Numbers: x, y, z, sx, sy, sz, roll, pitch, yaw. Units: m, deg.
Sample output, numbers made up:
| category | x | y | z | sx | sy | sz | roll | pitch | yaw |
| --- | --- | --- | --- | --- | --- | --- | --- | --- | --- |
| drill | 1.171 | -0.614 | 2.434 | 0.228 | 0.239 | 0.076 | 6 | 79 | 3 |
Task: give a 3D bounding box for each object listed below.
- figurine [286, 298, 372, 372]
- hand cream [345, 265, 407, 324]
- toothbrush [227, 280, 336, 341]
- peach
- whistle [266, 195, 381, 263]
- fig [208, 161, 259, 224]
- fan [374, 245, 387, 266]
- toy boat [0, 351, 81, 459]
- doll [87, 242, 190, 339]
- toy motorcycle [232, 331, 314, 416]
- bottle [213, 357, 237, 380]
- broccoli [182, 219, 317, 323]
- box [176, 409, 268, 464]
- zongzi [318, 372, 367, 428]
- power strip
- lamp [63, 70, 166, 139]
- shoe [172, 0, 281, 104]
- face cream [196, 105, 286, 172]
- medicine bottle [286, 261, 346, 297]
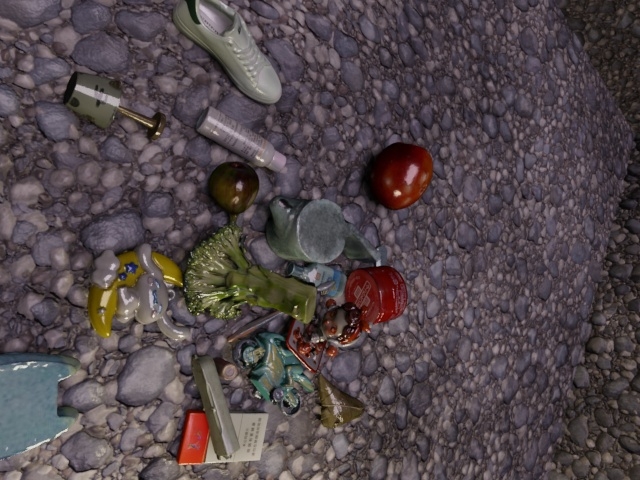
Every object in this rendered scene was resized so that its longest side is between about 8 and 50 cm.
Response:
| category | x | y | z | sx | sy | sz | roll | pitch | yaw |
| --- | --- | --- | --- | --- | --- | --- | --- | --- | --- |
| figurine | 0.049 | 0.261 | 1.321 | 0.160 | 0.226 | 0.183 | 52 | 35 | -24 |
| hand cream | 0.183 | 0.179 | 1.472 | 0.125 | 0.193 | 0.193 | -2 | 91 | -34 |
| toothbrush | -0.109 | 0.210 | 1.336 | 0.375 | 0.028 | 0.037 | -25 | 118 | -22 |
| peach | 0.277 | -0.219 | 1.537 | 0.243 | 0.199 | 0.243 | -47 | 154 | -31 |
| whistle | 0.014 | -0.027 | 1.372 | 0.404 | 0.168 | 0.188 | 4 | 88 | -39 |
| fig | -0.243 | -0.093 | 1.233 | 0.149 | 0.149 | 0.245 | -6 | 118 | -35 |
| fan | 0.203 | 0.160 | 1.589 | 0.057 | 0.023 | 0.282 | 12 | 82 | -36 |
| toy boat | -0.688 | 0.339 | 0.934 | 0.330 | 0.123 | 0.215 | -3 | 100 | -46 |
| doll | -0.437 | 0.130 | 1.089 | 0.237 | 0.111 | 0.252 | 1 | 79 | -43 |
| toy motorcycle | -0.128 | 0.373 | 1.318 | 0.198 | 0.109 | 0.296 | -45 | 112 | -37 |
| bottle | -0.266 | 0.348 | 1.215 | 0.045 | 0.096 | 0.045 | 1 | 89 | -36 |
| broccoli | -0.180 | 0.136 | 1.135 | 0.252 | 0.361 | 0.221 | -56 | 154 | 5 |
| box | -0.269 | 0.549 | 1.251 | 0.245 | 0.035 | 0.139 | 17 | 80 | -34 |
| zongzi | 0.077 | 0.507 | 1.473 | 0.189 | 0.081 | 0.178 | -3 | 82 | -40 |
| power strip | -0.284 | 0.436 | 1.186 | 0.048 | 0.080 | 0.286 | -14 | 81 | -42 |
| lamp | -0.480 | -0.315 | 1.058 | 0.214 | 0.121 | 0.121 | 20 | 79 | -42 |
| shoe | -0.221 | -0.528 | 1.212 | 0.363 | 0.160 | 0.132 | 38 | 71 | -28 |
| face cream | -0.215 | -0.276 | 1.262 | 0.269 | 0.082 | 0.082 | 28 | 74 | -32 |
| medicine bottle | -0.011 | 0.118 | 1.418 | 0.208 | 0.053 | 0.090 | 21 | 81 | -32 |
